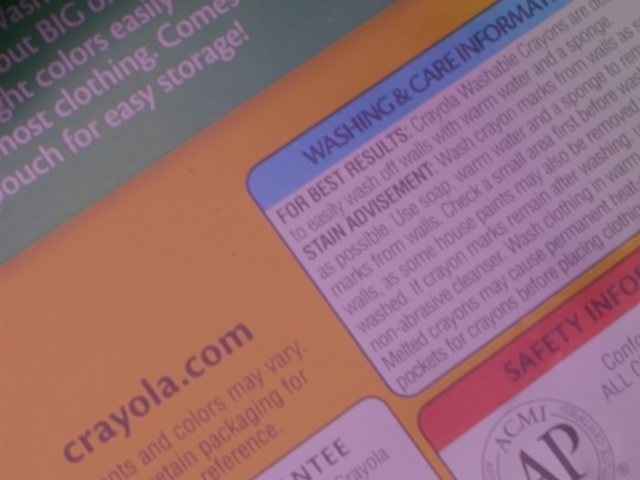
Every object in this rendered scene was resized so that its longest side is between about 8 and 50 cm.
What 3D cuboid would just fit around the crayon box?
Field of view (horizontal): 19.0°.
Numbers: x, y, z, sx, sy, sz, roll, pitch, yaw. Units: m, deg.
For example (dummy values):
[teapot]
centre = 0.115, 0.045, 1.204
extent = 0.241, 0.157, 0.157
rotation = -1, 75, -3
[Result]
[crayon box]
centre = 0.000, 0.000, 0.463
extent = 0.203, 0.083, 0.323
rotation = -35, 86, -14
